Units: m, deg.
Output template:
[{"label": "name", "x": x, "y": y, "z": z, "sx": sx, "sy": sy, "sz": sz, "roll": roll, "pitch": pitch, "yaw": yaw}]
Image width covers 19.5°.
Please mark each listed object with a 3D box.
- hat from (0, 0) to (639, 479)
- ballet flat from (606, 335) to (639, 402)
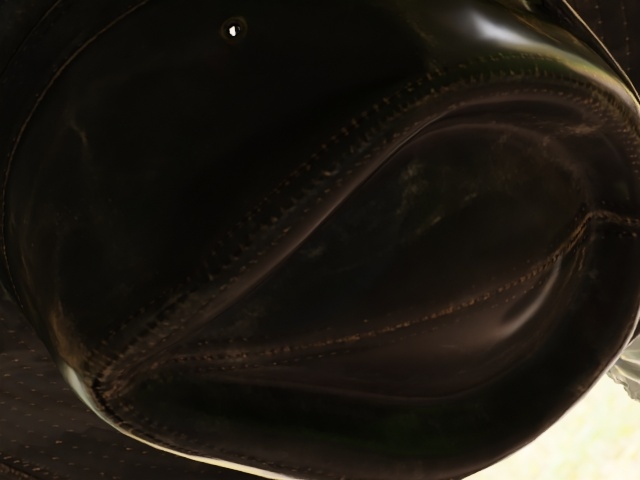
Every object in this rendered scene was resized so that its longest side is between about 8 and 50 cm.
[{"label": "hat", "x": 0.000, "y": 0.000, "z": 0.559, "sx": 0.331, "sy": 0.331, "sz": 0.134, "roll": -49, "pitch": 32, "yaw": 16}, {"label": "ballet flat", "x": 0.115, "y": -0.051, "z": 0.852, "sx": 0.147, "sy": 0.409, "sz": 0.147, "roll": -32, "pitch": 0, "yaw": 0}]
